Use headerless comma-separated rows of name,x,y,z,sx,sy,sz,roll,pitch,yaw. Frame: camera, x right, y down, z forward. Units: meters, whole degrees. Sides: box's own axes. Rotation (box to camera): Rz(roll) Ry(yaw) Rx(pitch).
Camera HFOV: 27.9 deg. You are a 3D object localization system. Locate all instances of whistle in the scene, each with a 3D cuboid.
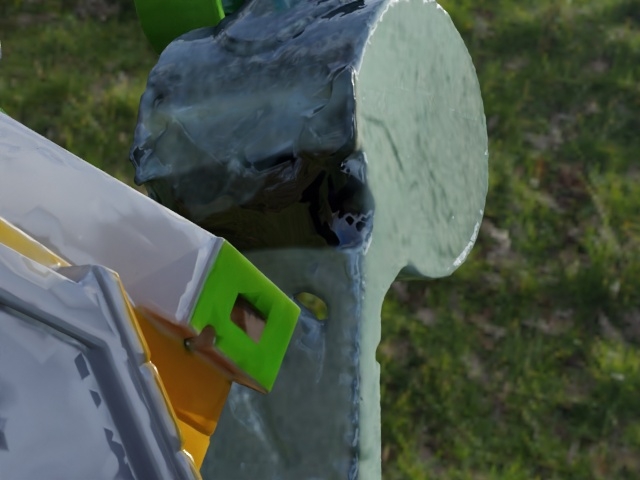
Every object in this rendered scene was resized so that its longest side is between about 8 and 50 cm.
whistle,-0.017,-0.001,0.817,0.168,0.404,0.188,-5,-35,32

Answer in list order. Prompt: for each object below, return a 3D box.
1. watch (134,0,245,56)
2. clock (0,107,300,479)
watch,-0.091,-0.219,1.004,0.131,0.165,0.152,1,-7,20
clock,-0.154,0.060,0.403,0.309,0.235,0.166,31,-21,-27
